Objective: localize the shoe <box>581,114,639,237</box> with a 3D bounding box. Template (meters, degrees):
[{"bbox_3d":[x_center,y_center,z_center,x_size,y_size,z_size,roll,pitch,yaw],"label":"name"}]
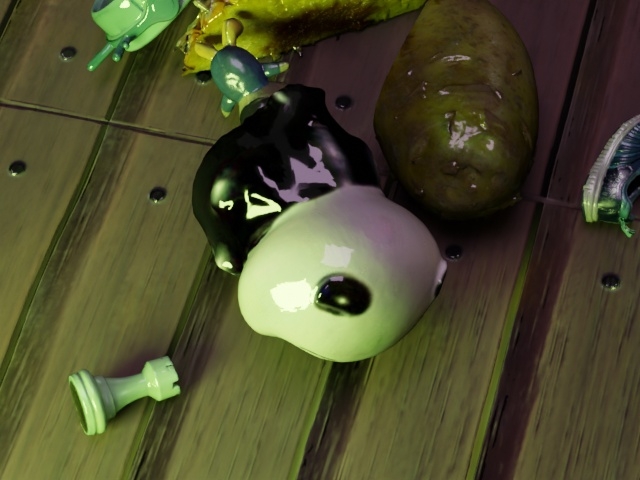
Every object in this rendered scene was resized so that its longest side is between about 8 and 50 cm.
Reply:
[{"bbox_3d":[0.330,-0.073,1.895,0.071,0.064,0.143,25,66,21],"label":"shoe"}]

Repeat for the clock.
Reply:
[{"bbox_3d":[-0.196,-0.282,2.030,0.066,0.159,0.211,40,66,-20],"label":"clock"}]

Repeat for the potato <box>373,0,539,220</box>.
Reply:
[{"bbox_3d":[0.145,-0.148,1.921,0.176,0.141,0.298,5,50,-6],"label":"potato"}]

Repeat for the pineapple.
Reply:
[{"bbox_3d":[-0.019,-0.322,2.035,0.335,0.161,0.158,-13,55,0],"label":"pineapple"}]

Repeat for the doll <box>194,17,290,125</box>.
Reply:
[{"bbox_3d":[-0.068,-0.158,1.970,0.102,0.089,0.179,-34,74,29],"label":"doll"}]

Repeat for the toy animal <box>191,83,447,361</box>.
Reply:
[{"bbox_3d":[-0.004,0.007,1.803,0.213,0.212,0.266,-24,61,-9],"label":"toy animal"}]

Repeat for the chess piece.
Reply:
[{"bbox_3d":[-0.196,0.151,1.807,0.103,0.067,0.067,-17,57,-17],"label":"chess piece"}]
